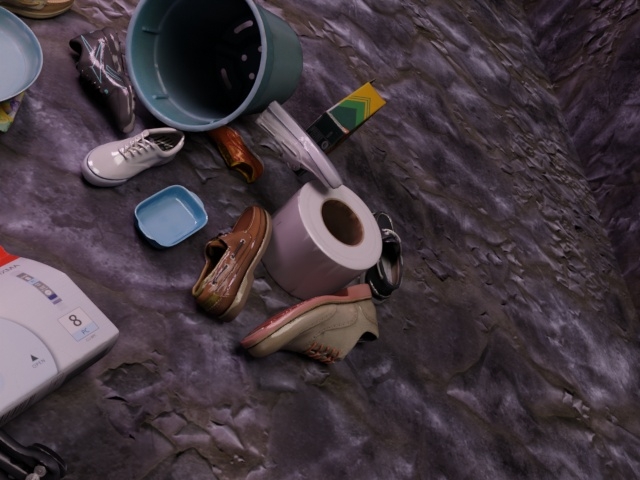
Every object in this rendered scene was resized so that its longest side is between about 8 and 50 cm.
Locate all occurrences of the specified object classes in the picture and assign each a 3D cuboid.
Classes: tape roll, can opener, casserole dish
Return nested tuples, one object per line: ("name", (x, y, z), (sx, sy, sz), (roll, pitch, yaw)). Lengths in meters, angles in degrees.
("tape roll", (0.000, 0.000, 1.751), (0.246, 0.169, 0.246), (26, 45, -29))
("can opener", (-0.473, 0.321, 1.136), (0.186, 0.073, 0.059), (35, 80, -13))
("casserole dish", (-0.320, -0.046, 1.584), (0.114, 0.037, 0.188), (50, 39, -1))

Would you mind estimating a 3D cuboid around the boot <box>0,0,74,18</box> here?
("boot", (-0.612, -0.575, 1.589), (0.262, 0.203, 0.095), (-13, 70, -47))

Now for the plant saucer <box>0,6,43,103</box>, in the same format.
("plant saucer", (-0.694, -0.355, 1.416), (0.318, 0.043, 0.317), (15, 48, -17))

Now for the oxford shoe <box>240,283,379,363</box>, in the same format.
("oxford shoe", (0.001, 0.199, 1.621), (0.397, 0.140, 0.146), (-14, 79, -46))

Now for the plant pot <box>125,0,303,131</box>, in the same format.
("plant pot", (-0.213, -0.427, 1.752), (0.341, 0.341, 0.334), (55, 22, 5))

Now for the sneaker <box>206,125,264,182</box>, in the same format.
("sneaker", (-0.209, -0.215, 1.808), (0.175, 0.064, 0.067), (43, 49, -5))

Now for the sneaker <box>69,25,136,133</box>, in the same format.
("sneaker", (-0.475, -0.347, 1.651), (0.106, 0.101, 0.267), (-12, 68, -24))

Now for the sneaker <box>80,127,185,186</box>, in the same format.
("sneaker", (-0.392, -0.190, 1.584), (0.094, 0.091, 0.258), (52, 38, 2))

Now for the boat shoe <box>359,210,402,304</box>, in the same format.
("boat shoe", (0.171, 0.029, 1.953), (0.114, 0.091, 0.302), (27, 44, -27))

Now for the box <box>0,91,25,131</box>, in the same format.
("box", (-0.639, -0.286, 1.464), (0.105, 0.043, 0.179), (27, 42, -27))

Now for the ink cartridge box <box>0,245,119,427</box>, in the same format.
("ink cartridge box", (-0.555, 0.098, 1.167), (0.385, 0.091, 0.308), (46, 37, 5))

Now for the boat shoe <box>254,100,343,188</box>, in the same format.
("boat shoe", (-0.051, -0.203, 1.720), (0.258, 0.084, 0.095), (51, 9, 18))

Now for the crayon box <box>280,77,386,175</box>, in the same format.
("crayon box", (0.050, -0.311, 2.021), (0.081, 0.202, 0.318), (49, 39, -3))

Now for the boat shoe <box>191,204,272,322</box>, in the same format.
("boat shoe", (-0.186, 0.024, 1.597), (0.104, 0.111, 0.307), (34, 41, -21))
